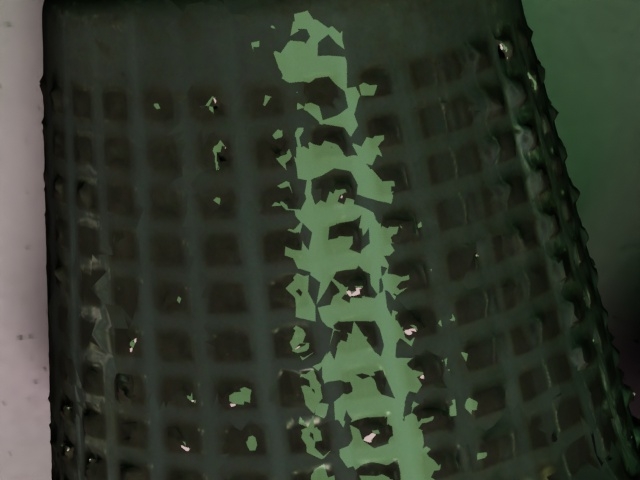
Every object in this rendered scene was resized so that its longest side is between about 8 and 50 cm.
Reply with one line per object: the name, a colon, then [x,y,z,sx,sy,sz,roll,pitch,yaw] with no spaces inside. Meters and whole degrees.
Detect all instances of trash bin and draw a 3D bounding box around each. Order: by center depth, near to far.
trash bin: [0.000,0.000,0.487,0.175,0.175,0.161,-9,104,-12]

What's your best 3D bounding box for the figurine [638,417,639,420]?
figurine: [0.317,0.122,0.564,0.401,0.268,0.387,-43,131,17]
